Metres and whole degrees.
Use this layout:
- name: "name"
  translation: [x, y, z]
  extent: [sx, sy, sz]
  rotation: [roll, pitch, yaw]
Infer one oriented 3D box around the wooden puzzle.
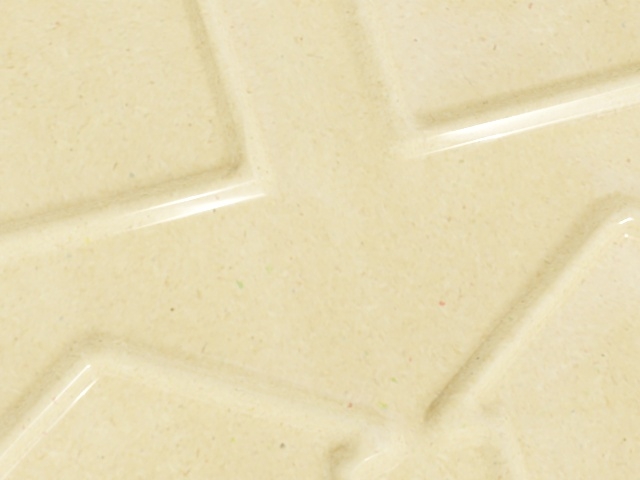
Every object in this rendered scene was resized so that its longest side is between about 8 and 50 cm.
- name: "wooden puzzle"
  translation: [0.000, 0.000, 0.526]
  extent: [0.080, 0.322, 0.348]
  rotation: [124, -51, -68]
